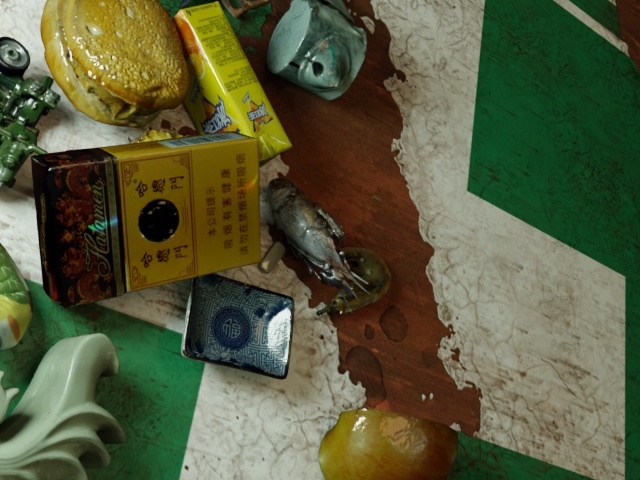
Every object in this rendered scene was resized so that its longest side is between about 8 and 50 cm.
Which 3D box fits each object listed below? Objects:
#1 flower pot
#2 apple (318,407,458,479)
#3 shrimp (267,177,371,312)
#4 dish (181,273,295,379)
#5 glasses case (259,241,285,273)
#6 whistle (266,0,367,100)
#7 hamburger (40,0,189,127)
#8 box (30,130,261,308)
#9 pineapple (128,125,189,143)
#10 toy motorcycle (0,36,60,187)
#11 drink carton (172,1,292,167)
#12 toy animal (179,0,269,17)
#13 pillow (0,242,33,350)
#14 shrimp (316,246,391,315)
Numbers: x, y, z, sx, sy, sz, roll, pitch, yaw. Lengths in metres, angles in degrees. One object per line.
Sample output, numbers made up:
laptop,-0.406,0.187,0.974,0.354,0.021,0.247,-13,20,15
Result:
flower pot,-0.482,0.302,1.354,0.367,0.164,0.254,-8,86,-49
apple,0.168,0.475,1.822,0.346,0.254,0.179,19,23,-30
shrimp,-0.005,0.003,1.842,0.116,0.145,0.343,-36,84,-4
dish,-0.177,0.179,1.694,0.243,0.080,0.182,20,64,-31
glasses case,-0.106,0.037,1.833,0.032,0.021,0.083,45,53,-16
whistle,-0.003,-0.514,1.991,0.168,0.188,0.405,21,63,-30
hamburger,-0.403,-0.373,1.632,0.290,0.170,0.314,8,61,-55
box,-0.315,-0.050,1.559,0.415,0.116,0.264,-11,113,-33
pineapple,-0.319,-0.126,1.696,0.225,0.076,0.225,13,69,-37
toy motorcycle,-0.588,-0.234,1.503,0.205,0.127,0.275,30,55,-29
drink carton,-0.211,-0.316,1.790,0.111,0.154,0.351,-28,92,-39
toy animal,-0.213,-0.607,1.914,0.298,0.122,0.185,-27,102,-32
pillow,-0.574,0.078,1.389,0.233,0.086,0.214,66,15,-3
shrimp,0.070,0.086,1.925,0.254,0.059,0.145,-17,82,-39
